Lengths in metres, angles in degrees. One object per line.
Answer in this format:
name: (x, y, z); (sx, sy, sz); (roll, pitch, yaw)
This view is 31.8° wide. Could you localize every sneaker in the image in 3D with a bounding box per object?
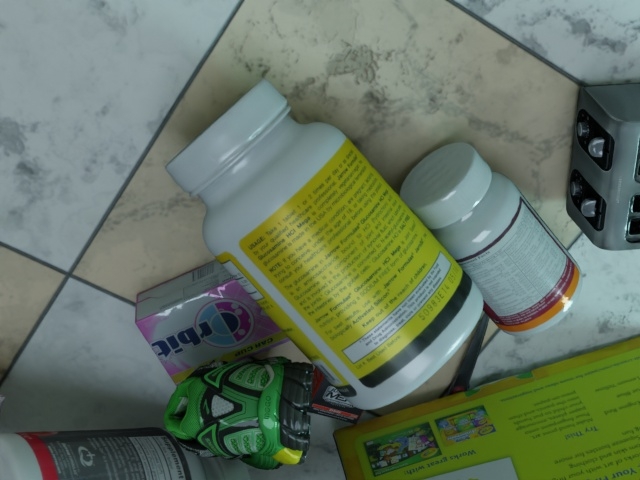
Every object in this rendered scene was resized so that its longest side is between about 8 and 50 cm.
sneaker: (-0.100, 0.182, 1.262); (0.146, 0.343, 0.134); (7, 76, -7)

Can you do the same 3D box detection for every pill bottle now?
pill bottle: (0.000, 0.000, 1.184); (0.188, 0.188, 0.334); (-39, 100, 16)
pill bottle: (-0.244, 0.310, 1.329); (0.318, 0.176, 0.176); (6, 123, -40)
pill bottle: (0.193, -0.001, 1.275); (0.121, 0.121, 0.221); (-36, 118, 14)

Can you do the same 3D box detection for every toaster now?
toaster: (0.377, -0.085, 1.256); (0.185, 0.110, 0.168); (-3, 122, -5)

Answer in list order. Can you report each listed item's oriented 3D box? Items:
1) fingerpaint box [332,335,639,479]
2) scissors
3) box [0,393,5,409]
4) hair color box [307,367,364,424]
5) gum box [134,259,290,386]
fingerpaint box: (0.275, 0.332, 1.324); (0.444, 0.371, 0.163); (-17, 121, -2)
scissors: (0.181, 0.210, 1.463); (0.109, 0.021, 0.297); (24, 114, -18)
box: (-0.504, 0.278, 1.309); (0.154, 0.142, 0.300); (33, 117, 13)
hair color box: (0.038, 0.156, 1.395); (0.072, 0.043, 0.141); (16, 117, -15)
gum box: (-0.109, 0.083, 1.321); (0.188, 0.062, 0.107); (-23, 121, 7)
